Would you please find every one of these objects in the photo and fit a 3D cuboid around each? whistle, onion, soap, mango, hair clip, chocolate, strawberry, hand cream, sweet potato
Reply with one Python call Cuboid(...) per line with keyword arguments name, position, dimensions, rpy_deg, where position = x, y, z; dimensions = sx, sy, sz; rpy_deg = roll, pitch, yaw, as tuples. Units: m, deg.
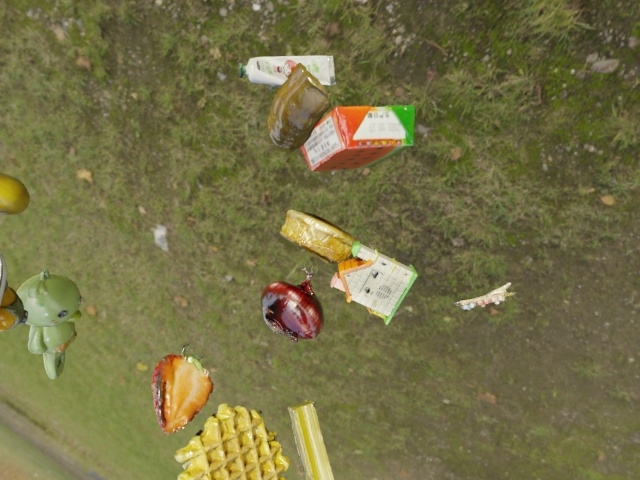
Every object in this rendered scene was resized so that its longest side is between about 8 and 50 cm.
Cuboid(name="whistle", position=(-0.605, 0.196, 1.198), dimensions=(0.141, 0.141, 0.294), rpy_deg=(11, 121, 29))
Cuboid(name="onion", position=(-0.089, 0.242, 1.998), dimensions=(0.273, 0.285, 0.273), rpy_deg=(31, 166, 9))
Cuboid(name="soap", position=(-0.028, 0.589, 1.507), dimensions=(0.135, 0.076, 0.233), rpy_deg=(125, 132, -73))
Cuboid(name="mango", position=(-0.620, -0.093, 0.959), dimensions=(0.103, 0.076, 0.161), rpy_deg=(33, -170, 26))
Cuboid(name="hair clip", position=(0.558, 0.202, 1.766), dimensions=(0.062, 0.214, 0.056), rpy_deg=(95, 156, -83))
Cuboid(name="chocolate", position=(0.139, -0.386, 2.004), dimensions=(0.360, 0.341, 0.161), rpy_deg=(-21, 79, 63))
Cuboid(name="strawberry", position=(-0.322, 0.339, 1.183), dimensions=(0.085, 0.140, 0.192), rpy_deg=(-40, 60, 43))
Cuboid(name="hand cream", position=(-0.114, -0.589, 1.801), dimensions=(0.336, 0.121, 0.076), rpy_deg=(-4, 165, -11))
Cuboid(name="sweet potato", position=(-0.077, -0.357, 1.513), dimensions=(0.158, 0.157, 0.369), rpy_deg=(36, 140, -4))

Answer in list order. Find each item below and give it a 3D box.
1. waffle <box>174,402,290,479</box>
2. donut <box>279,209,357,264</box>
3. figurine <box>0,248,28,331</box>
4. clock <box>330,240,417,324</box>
Cuboid(name="waffle", position=(-0.185, 0.535, 1.185), dimensions=(0.062, 0.329, 0.329), rpy_deg=(-14, 124, 42))
Cuboid(name="donut", position=(0.000, 0.000, 2.019), dimensions=(0.330, 0.159, 0.330), rpy_deg=(20, 176, 1))
Cuboid(name="figurine", position=(-0.600, 0.074, 0.938), dimensions=(0.167, 0.249, 0.141), rpy_deg=(-11, 165, 8))
Cuboid(name="clock", position=(0.181, 0.144, 1.887), dimensions=(0.255, 0.106, 0.219), rpy_deg=(26, 106, -9))
